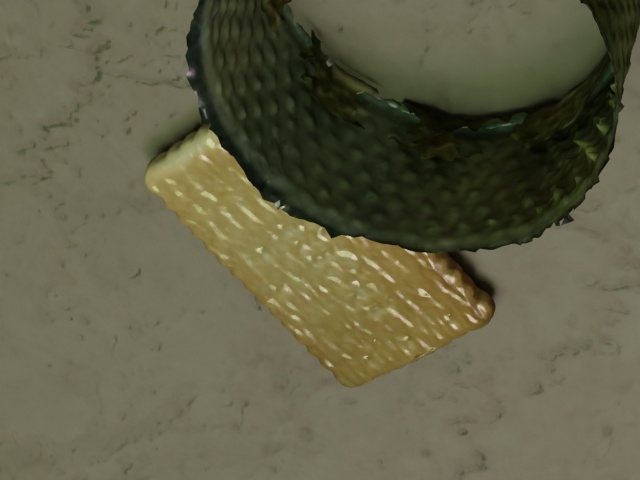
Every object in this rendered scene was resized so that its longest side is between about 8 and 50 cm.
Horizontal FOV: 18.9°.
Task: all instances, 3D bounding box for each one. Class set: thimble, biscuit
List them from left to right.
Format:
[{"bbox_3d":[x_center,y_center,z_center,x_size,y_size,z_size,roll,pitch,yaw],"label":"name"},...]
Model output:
[{"bbox_3d":[0.000,-0.001,1.422,0.160,0.030,0.249,-30,113,36],"label":"biscuit"},{"bbox_3d":[0.064,-0.136,1.208,0.271,0.150,0.270,10,130,12],"label":"thimble"}]
